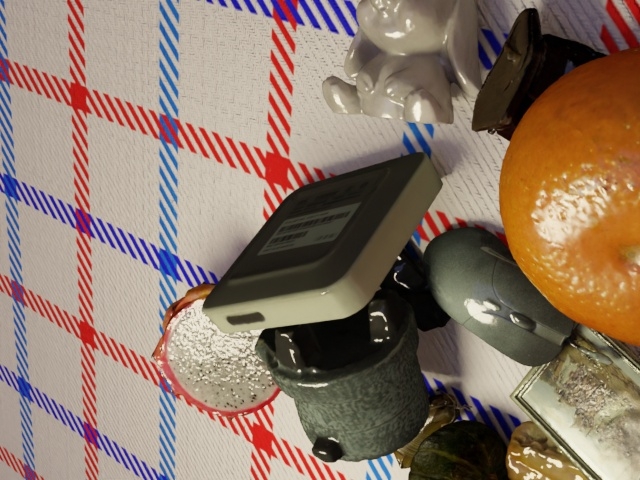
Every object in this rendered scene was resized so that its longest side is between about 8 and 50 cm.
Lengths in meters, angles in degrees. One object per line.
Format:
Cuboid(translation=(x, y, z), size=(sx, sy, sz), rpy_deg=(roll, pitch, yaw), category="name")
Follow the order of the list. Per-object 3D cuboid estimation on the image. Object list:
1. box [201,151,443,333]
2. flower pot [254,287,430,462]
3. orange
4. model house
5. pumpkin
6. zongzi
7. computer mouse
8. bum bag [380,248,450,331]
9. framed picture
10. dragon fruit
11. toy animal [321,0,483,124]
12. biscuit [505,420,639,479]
Cuboid(translation=(0.000, 0.000, 1.642), size=(0.367, 0.373, 0.090), rpy_deg=(-12, 123, 43), category="box")
Cuboid(translation=(0.033, 0.216, 1.666), size=(0.299, 0.299, 0.283), rpy_deg=(10, 128, 40), category="flower pot")
Cuboid(translation=(0.451, -0.062, 1.232), size=(0.424, 0.326, 0.424), rpy_deg=(21, 135, 23), category="orange")
Cuboid(translation=(0.342, -0.220, 1.410), size=(0.203, 0.164, 0.141), rpy_deg=(-63, 20, 22), category="model house")
Cuboid(translation=(0.250, 0.432, 1.669), size=(0.157, 0.223, 0.224), rpy_deg=(1, 106, 46), category="pumpkin")
Cuboid(translation=(0.178, 0.316, 1.805), size=(0.187, 0.084, 0.184), rpy_deg=(-54, 47, 28), category="zongzi")
Cuboid(translation=(0.313, 0.107, 1.555), size=(0.379, 0.090, 0.167), rpy_deg=(32, 112, 32), category="computer mouse")
Cuboid(translation=(0.146, 0.064, 1.737), size=(0.248, 0.060, 0.123), rpy_deg=(49, 128, 15), category="bum bag")
Cuboid(translation=(0.450, 0.271, 1.498), size=(0.274, 0.017, 0.217), rpy_deg=(46, 116, 34), category="framed picture")
Cuboid(translation=(-0.187, 0.205, 1.990), size=(0.305, 0.226, 0.305), rpy_deg=(3, 108, 8), category="dragon fruit")
Cuboid(translation=(0.143, -0.327, 1.517), size=(0.271, 0.206, 0.265), rpy_deg=(12, 101, 40), category="toy animal")
Cuboid(translation=(0.444, 0.421, 1.579), size=(0.274, 0.091, 0.213), rpy_deg=(11, 110, 38), category="biscuit")
